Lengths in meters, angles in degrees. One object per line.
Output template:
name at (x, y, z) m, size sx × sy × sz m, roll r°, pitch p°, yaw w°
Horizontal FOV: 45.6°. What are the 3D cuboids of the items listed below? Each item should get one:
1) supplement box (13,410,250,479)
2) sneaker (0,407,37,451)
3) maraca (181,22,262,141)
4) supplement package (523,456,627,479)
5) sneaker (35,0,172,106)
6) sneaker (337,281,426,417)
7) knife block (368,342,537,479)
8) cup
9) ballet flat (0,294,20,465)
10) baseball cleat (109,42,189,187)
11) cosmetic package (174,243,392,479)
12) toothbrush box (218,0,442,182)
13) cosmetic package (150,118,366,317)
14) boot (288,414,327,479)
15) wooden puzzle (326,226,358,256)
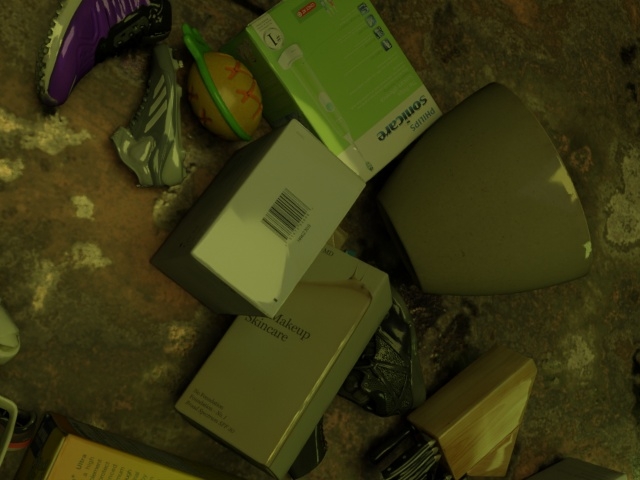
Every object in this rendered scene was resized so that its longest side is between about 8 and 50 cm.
supplement box at (-0.213, 0.379, 0.975) m, size 0.357 × 0.194 × 0.195 m, roll 27°, pitch 75°, yaw -22°
sneaker at (-0.427, 0.213, 0.942) m, size 0.158 × 0.061 × 0.065 m, roll 19°, pitch 123°, yaw -33°
maraca at (-0.147, -0.225, 1.094) m, size 0.099 × 0.127 × 0.185 m, roll -27°, pitch 93°, yaw 7°
supplement package at (0.400, 0.489, 1.300) m, size 0.244 × 0.139 × 0.133 m, roll -16°, pitch 95°, yaw -27°
sneaker at (-0.278, -0.300, 1.038) m, size 0.146 × 0.102 × 0.293 m, roll 25°, pitch 76°, yaw -24°
sneaker at (0.083, 0.173, 1.193) m, size 0.130 × 0.087 × 0.227 m, roll -16°, pitch 99°, yaw -33°
knife block at (0.202, 0.294, 1.215) m, size 0.242 × 0.088 × 0.275 m, roll 14°, pitch 95°, yaw -32°
cup at (0.227, -0.042, 1.181) m, size 0.237 × 0.331 × 0.331 m, roll -26°, pitch 99°, yaw 1°
ballet flat at (-0.418, 0.161, 0.882) m, size 0.139 × 0.139 × 0.400 m, roll 10°, pitch 57°, yaw -25°
baseball cleat at (-0.242, -0.176, 1.066) m, size 0.110 × 0.072 × 0.205 m, roll -6°, pitch 83°, yaw -15°
cosmetic package at (-0.043, 0.158, 1.075) m, size 0.160 × 0.113 × 0.309 m, roll 25°, pitch 68°, yaw 21°
toothbrush box at (0.018, -0.241, 1.170) m, size 0.206 × 0.122 × 0.283 m, roll -42°, pitch 104°, yaw -23°
cosmetic package at (-0.093, -0.023, 1.043) m, size 0.138 × 0.225 × 0.224 m, roll 41°, pitch 70°, yaw -16°
boot at (-0.004, 0.260, 1.161) m, size 0.198 × 0.077 × 0.137 m, roll -35°, pitch 107°, yaw -10°
wooden puzzle at (0.000, 0.000, 1.206) m, size 0.116 × 0.014 × 0.078 m, roll 47°, pitch 73°, yaw -16°
